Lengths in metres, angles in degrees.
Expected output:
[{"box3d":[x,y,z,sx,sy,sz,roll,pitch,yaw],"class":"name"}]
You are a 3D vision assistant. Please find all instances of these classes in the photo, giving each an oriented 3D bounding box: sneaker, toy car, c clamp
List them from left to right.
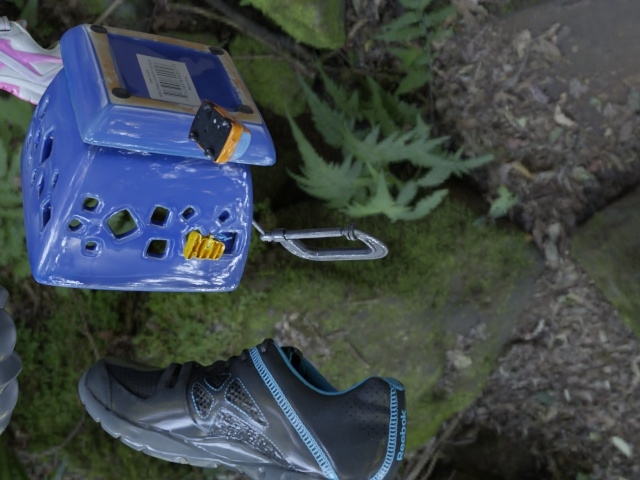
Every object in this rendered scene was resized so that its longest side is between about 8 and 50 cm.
[{"box3d":[-0.473,-0.275,1.190,0.252,0.103,0.111,14,98,-31],"class":"sneaker"},{"box3d":[-0.085,-0.046,0.647,0.040,0.122,0.060,12,-175,-40],"class":"toy car"},{"box3d":[-0.076,0.156,0.793,0.340,0.140,0.125,14,177,21],"class":"sneaker"},{"box3d":[0.000,0.000,1.038,0.160,0.022,0.137,-1,155,22],"class":"c clamp"}]

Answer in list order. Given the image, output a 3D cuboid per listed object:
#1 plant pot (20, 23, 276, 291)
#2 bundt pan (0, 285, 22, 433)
[{"box3d":[-0.191,-0.097,0.913,0.235,0.236,0.212,5,128,-29],"class":"plant pot"},{"box3d":[-0.478,0.120,1.035,0.124,0.331,0.331,-12,157,-40],"class":"bundt pan"}]
